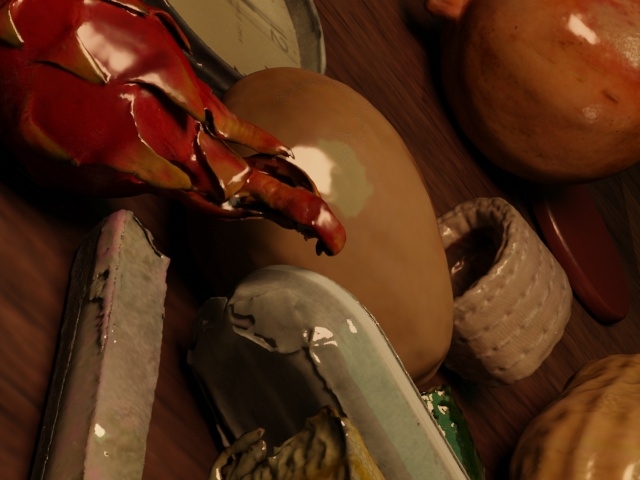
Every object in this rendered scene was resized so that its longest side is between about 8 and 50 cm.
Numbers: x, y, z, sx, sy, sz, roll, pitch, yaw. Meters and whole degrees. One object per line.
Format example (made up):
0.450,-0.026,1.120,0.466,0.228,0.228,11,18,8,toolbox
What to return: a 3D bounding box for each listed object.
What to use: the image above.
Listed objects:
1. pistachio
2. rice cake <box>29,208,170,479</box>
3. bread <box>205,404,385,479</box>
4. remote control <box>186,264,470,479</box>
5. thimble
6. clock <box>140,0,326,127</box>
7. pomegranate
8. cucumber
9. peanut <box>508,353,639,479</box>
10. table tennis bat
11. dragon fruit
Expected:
0.000,0.000,0.556,0.185,0.126,0.108,62,-6,-10,pistachio
-0.089,0.074,0.405,0.034,0.043,0.211,35,36,-30,rice cake
0.007,0.159,0.425,0.110,0.103,0.156,35,43,-34,bread
0.023,0.126,0.493,0.052,0.104,0.247,-33,93,-44,remote control
0.117,0.037,0.751,0.090,0.102,0.115,48,58,-27,thimble
-0.078,-0.168,0.656,0.226,0.049,0.226,41,33,-34,clock
0.217,-0.188,1.022,0.270,0.229,0.252,22,51,-20,pomegranate
0.084,0.142,0.662,0.067,0.035,0.107,3,64,-62,cucumber
0.231,0.165,0.794,0.325,0.140,0.153,-4,87,-67,peanut
0.265,-0.053,1.178,0.310,0.038,0.200,64,26,3,table tennis bat
-0.076,-0.043,0.468,0.190,0.094,0.094,40,29,-6,dragon fruit
